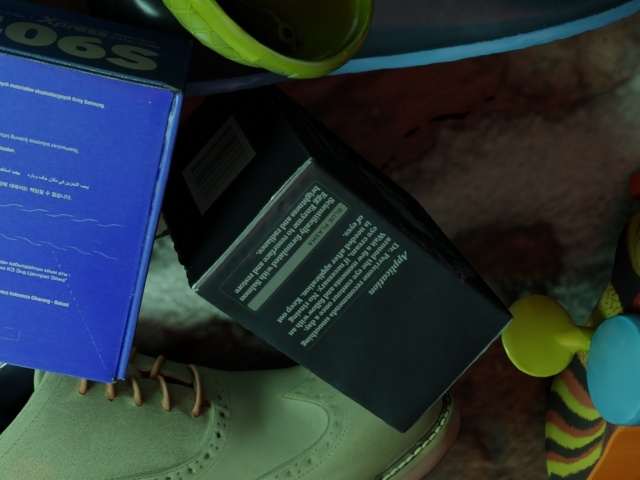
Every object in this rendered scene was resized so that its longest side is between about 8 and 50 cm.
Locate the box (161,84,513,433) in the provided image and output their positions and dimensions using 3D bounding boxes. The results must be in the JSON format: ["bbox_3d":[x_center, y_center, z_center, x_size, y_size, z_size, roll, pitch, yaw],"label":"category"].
[{"bbox_3d":[0.000,0.000,0.688,0.158,0.156,0.093,37,100,-29],"label":"box"}]

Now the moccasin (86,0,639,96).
[{"bbox_3d":[0.048,-0.159,0.631,0.342,0.138,0.117,-15,121,-10],"label":"moccasin"}]

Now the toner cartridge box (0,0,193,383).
[{"bbox_3d":[-0.246,-0.049,0.585,0.347,0.075,0.165,13,116,-8],"label":"toner cartridge box"}]

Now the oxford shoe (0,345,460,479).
[{"bbox_3d":[-0.108,0.122,0.733,0.397,0.140,0.147,-16,113,-11],"label":"oxford shoe"}]

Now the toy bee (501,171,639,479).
[{"bbox_3d":[0.234,0.045,0.806,0.195,0.162,0.298,21,134,-34],"label":"toy bee"}]

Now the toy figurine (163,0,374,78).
[{"bbox_3d":[-0.137,-0.205,0.551,0.217,0.191,0.362,-27,104,40],"label":"toy figurine"}]
